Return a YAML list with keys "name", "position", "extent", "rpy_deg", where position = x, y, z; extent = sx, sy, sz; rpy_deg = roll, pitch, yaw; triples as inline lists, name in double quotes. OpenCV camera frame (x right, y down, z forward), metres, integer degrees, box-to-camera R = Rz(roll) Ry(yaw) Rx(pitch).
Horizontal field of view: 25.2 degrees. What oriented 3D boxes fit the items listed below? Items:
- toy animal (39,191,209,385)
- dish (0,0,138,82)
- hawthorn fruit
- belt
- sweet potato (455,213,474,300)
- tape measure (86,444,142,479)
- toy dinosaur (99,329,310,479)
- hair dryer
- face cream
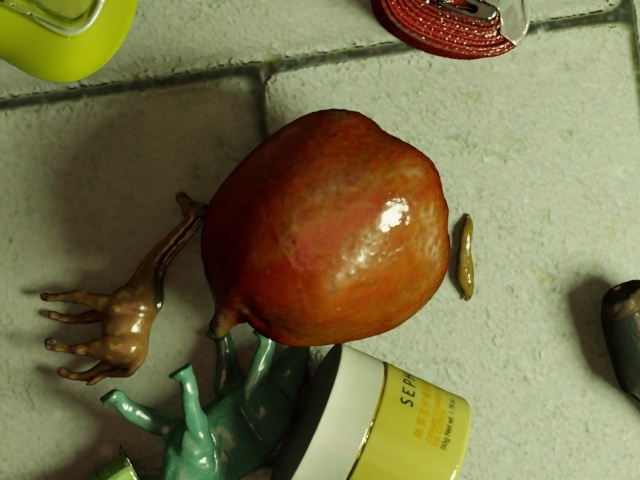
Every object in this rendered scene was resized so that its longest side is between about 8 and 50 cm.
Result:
- name: "toy animal"
  position: [-0.240, 0.061, 1.819]
  extent: [0.230, 0.066, 0.224]
  rpy_deg: [-11, 75, 6]
- name: "dish"
  position: [-0.330, -0.306, 1.665]
  extent: [0.262, 0.108, 0.221]
  rpy_deg: [16, 92, -21]
- name: "hawthorn fruit"
  position: [0.007, -0.015, 1.713]
  extent: [0.311, 0.295, 0.295]
  rpy_deg: [-8, 94, -34]
- name: "belt"
  position: [0.165, -0.296, 1.797]
  extent: [0.201, 0.124, 0.128]
  rpy_deg: [16, 94, -4]
- name: "sweet potato"
  position: [0.189, 0.022, 1.865]
  extent: [0.026, 0.026, 0.115]
  rpy_deg: [0, 93, -4]
- name: "tape measure"
  position: [-0.286, 0.389, 1.804]
  extent: [0.200, 0.106, 0.175]
  rpy_deg: [-34, 101, -12]
- name: "toy dinosaur"
  position: [-0.091, 0.282, 1.812]
  extent: [0.383, 0.129, 0.330]
  rpy_deg: [-27, 103, -24]
- name: "hair dryer"
  position: [0.551, 0.116, 1.875]
  extent: [0.359, 0.120, 0.303]
  rpy_deg: [-38, 104, -10]
- name: "face cream"
  position: [0.060, 0.260, 1.771]
  extent: [0.179, 0.218, 0.218]
  rpy_deg: [25, 91, -6]
